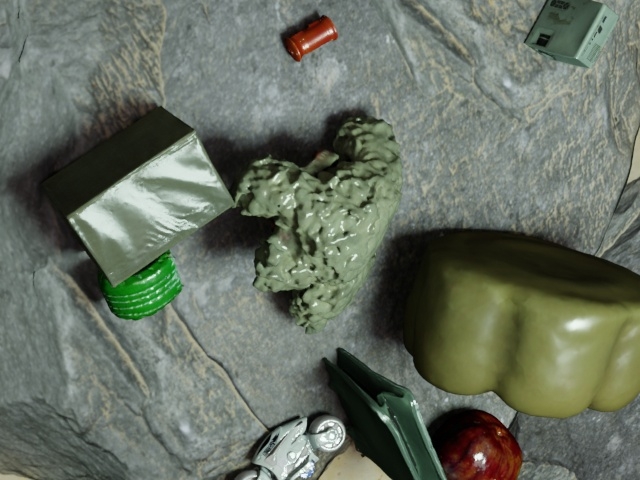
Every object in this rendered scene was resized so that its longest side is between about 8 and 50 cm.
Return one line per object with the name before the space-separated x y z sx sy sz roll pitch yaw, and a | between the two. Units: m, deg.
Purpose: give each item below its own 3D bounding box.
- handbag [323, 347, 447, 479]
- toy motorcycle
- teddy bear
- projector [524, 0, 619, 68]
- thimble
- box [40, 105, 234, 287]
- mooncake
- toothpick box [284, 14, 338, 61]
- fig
handbag | 0.115 0.347 1.884 0.079 0.260 0.248 -33 118 -18
toy motorcycle | -0.067 0.413 1.914 0.254 0.112 0.112 -33 123 -16
teddy bear | 0.000 0.000 1.720 0.357 0.224 0.368 -31 151 -41
projector | 0.468 -0.389 1.847 0.061 0.147 0.115 26 96 -35
thimble | -0.292 0.063 1.617 0.130 0.118 0.090 -15 122 -4
box | -0.286 -0.072 1.544 0.231 0.155 0.149 -36 126 -14
mooncake | 0.390 0.154 1.854 0.466 0.467 0.262 3 105 -31
toothpick box | -0.017 -0.335 1.651 0.083 0.047 0.047 -33 123 -14
fig | 0.294 0.474 2.109 0.249 0.186 0.203 -38 147 29
